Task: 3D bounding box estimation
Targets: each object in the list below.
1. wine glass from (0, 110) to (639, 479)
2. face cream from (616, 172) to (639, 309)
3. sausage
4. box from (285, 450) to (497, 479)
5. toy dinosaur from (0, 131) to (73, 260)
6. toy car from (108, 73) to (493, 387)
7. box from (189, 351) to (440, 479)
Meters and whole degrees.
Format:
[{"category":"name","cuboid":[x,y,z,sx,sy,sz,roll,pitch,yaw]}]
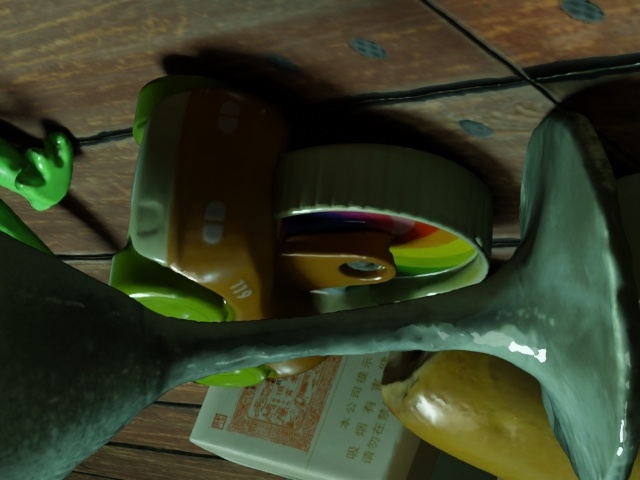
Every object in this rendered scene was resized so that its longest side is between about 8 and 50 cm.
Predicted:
[{"category":"wine glass","cuboid":[-0.060,0.056,0.933,0.406,0.267,0.267,-5,163,-5]},{"category":"face cream","cuboid":[0.185,0.044,1.086,0.077,0.077,0.250,19,163,14]},{"category":"sausage","cuboid":[0.212,0.140,1.290,0.354,0.116,0.134,25,152,-16]},{"category":"box","cuboid":[0.065,0.177,1.550,0.148,0.129,0.210,27,162,-14]},{"category":"toy dinosaur","cuboid":[-0.366,-0.051,1.440,0.374,0.144,0.500,26,159,11]},{"category":"toy car","cuboid":[0.000,0.000,1.141,0.235,0.145,0.235,6,158,2]},{"category":"box","cuboid":[0.007,0.120,1.444,0.201,0.141,0.058,11,164,41]}]
